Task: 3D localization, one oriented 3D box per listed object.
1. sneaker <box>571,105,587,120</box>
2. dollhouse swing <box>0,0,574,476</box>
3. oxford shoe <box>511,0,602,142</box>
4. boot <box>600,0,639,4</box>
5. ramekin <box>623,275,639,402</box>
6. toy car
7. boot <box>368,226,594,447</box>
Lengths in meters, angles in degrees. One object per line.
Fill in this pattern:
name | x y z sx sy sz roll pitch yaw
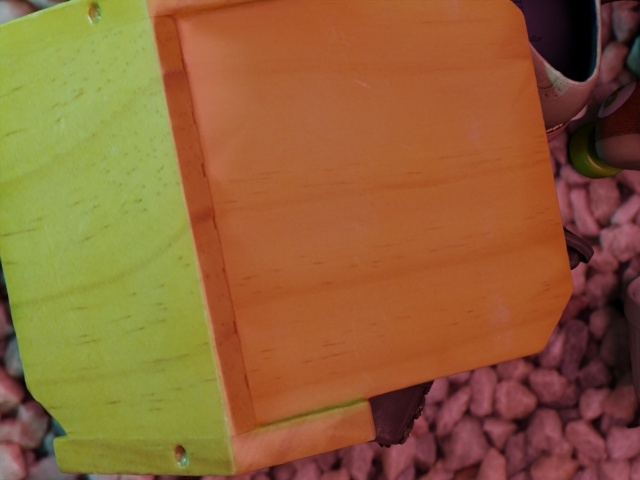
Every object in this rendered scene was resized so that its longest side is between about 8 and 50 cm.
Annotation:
sneaker | 0.161 -0.148 1.573 0.152 0.058 0.085 4 101 -16
dollhouse swing | -0.036 -0.028 1.416 0.305 0.315 0.347 -15 95 -41
oxford shoe | 0.159 -0.280 1.485 0.140 0.146 0.397 -10 81 -20
boot | 0.259 -0.312 1.519 0.090 0.207 0.248 -18 101 -44
ramekin | 0.365 0.098 1.602 0.207 0.207 0.109 -6 105 -21
toy car | 0.306 -0.151 1.589 0.149 0.155 0.188 4 83 -22
boot | 0.098 0.068 1.550 0.263 0.091 0.229 10 109 -46
